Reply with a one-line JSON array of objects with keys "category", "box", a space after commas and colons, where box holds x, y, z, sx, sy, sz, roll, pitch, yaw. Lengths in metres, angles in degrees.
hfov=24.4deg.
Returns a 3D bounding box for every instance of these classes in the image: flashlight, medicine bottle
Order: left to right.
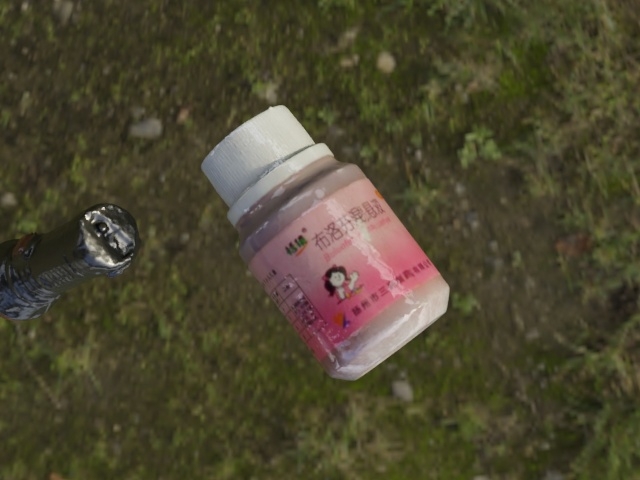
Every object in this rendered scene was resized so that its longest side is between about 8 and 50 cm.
[{"category": "flashlight", "box": [-0.261, 0.019, 1.468, 0.093, 0.093, 0.232, 31, 151, -23]}, {"category": "medicine bottle", "box": [0.000, 0.000, 1.374, 0.147, 0.147, 0.247, -40, 84, 26]}]
